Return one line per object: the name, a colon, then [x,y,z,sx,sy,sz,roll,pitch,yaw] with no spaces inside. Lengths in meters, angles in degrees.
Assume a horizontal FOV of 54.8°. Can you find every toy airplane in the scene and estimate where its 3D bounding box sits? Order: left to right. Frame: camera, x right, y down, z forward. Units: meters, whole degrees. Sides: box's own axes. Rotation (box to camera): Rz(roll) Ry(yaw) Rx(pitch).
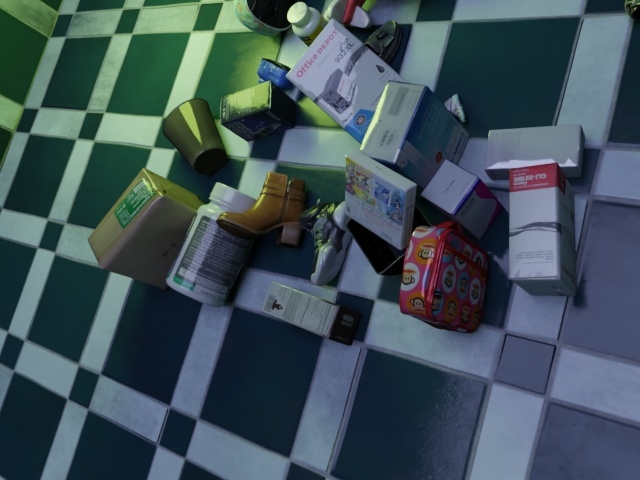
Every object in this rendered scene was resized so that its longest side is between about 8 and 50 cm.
toy airplane: [0.107,-0.872,1.950,0.386,0.272,0.385,-23,64,23]

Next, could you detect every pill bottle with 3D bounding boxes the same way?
pill bottle: [-0.330,0.012,1.975,0.204,0.204,0.361,24,88,35]
pill bottle: [-0.028,-0.697,2.030,0.103,0.184,0.103,-11,69,29]

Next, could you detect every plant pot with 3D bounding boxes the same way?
plant pot: [0.215,-0.015,1.669,0.188,0.167,0.187,-41,58,15]

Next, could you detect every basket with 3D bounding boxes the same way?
basket: [-0.435,-0.359,2.199,0.204,0.154,0.227,-42,61,16]

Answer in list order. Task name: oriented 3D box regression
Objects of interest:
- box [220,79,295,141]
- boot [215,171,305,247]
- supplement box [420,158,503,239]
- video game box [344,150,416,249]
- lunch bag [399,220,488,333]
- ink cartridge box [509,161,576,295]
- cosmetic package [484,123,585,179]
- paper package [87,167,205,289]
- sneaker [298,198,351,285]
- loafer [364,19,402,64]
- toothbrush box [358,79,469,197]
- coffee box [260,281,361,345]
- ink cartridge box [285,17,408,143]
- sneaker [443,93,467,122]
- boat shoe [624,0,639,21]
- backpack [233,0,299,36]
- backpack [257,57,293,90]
box: [-0.210,-0.431,2.076,0.207,0.153,0.108,-11,69,29]
boot: [-0.170,-0.111,1.885,0.109,0.283,0.220,156,123,-65]
supplement box: [0.364,-0.100,1.572,0.114,0.220,0.111,38,95,36]
video game box: [0.144,-0.101,1.541,0.048,0.187,0.205,-33,50,-28]
lunch bag: [0.308,0.082,1.506,0.120,0.293,0.258,5,78,37]
ink cartridge box: [0.526,-0.018,1.458,0.114,0.197,0.273,-6,71,32]
cosmetic package: [0.547,-0.223,1.583,0.231,0.085,0.117,4,77,31]
paper package: [-0.553,-0.028,2.063,0.325,0.309,0.168,-48,57,9]
sneaker: [0.000,0.000,1.842,0.153,0.101,0.269,14,76,35]
loafer: [0.162,-0.578,1.934,0.096,0.084,0.268,33,93,37]
toothbrush box: [0.254,-0.255,1.644,0.126,0.295,0.216,21,85,37]
coffee box: [-0.027,0.208,1.764,0.246,0.141,0.098,16,83,33]
ink cartridge box: [0.087,-0.466,1.840,0.307,0.129,0.223,42,101,4]
sneaker: [0.376,-0.364,1.764,0.069,0.038,0.098,-26,53,24]
boat shoe: [0.810,-0.580,1.519,0.091,0.109,0.305,-29,65,16]
backpack: [-0.191,-0.850,2.162,0.191,0.225,0.254,-6,74,54]
backpack: [-0.144,-0.557,2.114,0.120,0.098,0.101,27,111,27]
